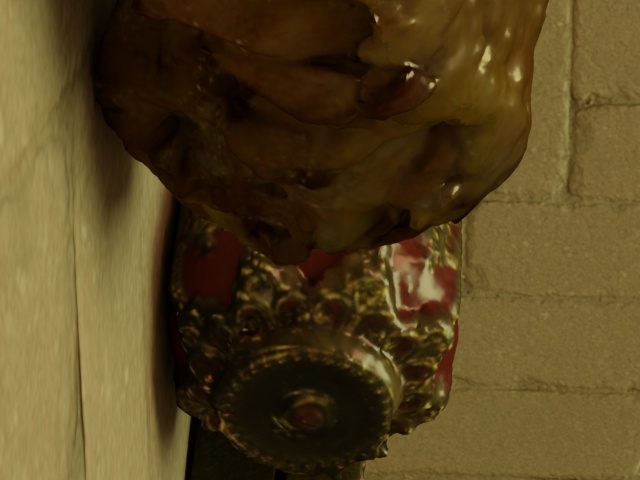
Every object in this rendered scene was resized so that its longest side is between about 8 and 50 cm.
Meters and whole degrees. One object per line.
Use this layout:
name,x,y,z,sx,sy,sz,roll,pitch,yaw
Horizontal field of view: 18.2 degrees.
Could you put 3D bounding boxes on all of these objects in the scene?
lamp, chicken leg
lamp,0.000,0.000,1.128,0.274,0.177,0.177,-82,172,-47
chicken leg,0.048,-0.158,0.798,0.409,0.182,0.295,-50,162,15

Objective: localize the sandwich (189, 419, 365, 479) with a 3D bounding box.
sandwich,-0.024,0.139,1.265,0.212,0.109,0.292,99,-3,-64
